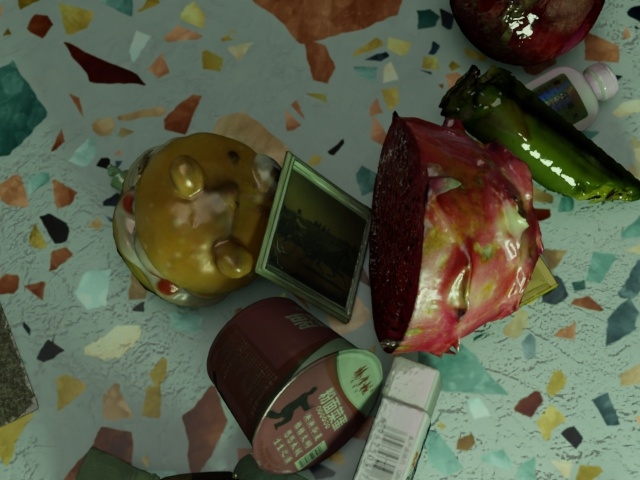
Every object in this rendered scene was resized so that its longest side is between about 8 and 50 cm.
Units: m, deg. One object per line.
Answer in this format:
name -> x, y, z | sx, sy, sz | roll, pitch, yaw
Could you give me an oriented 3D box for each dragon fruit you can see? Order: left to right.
dragon fruit -> 0.200, -0.006, 1.738 | 0.249, 0.386, 0.370 | 2, 73, -10

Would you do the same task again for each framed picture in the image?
framed picture -> 0.000, 0.000, 1.808 | 0.014, 0.252, 0.197 | 2, 70, 37

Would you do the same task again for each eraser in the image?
eraser -> 0.105, 0.325, 1.761 | 0.086, 0.130, 0.287 | 19, 77, 11

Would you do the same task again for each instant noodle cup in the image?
instant noodle cup -> -0.049, 0.205, 1.742 | 0.235, 0.235, 0.178 | -40, 53, -9

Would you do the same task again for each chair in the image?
chair -> -0.215, 0.419, 1.733 | 0.186, 0.319, 0.160 | 8, 90, -40

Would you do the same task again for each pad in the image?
pad -> -0.564, 0.198, 1.879 | 0.158, 0.003, 0.235 | -24, 75, -5

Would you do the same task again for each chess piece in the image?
chess piece -> -0.308, -0.073, 1.926 | 0.059, 0.059, 0.149 | -42, 72, -10

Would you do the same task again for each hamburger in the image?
hamburger -> -0.175, -0.042, 1.788 | 0.276, 0.237, 0.276 | 4, 80, -23

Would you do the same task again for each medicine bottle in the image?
medicine bottle -> 0.387, -0.220, 1.931 | 0.219, 0.078, 0.115 | -29, 86, -7

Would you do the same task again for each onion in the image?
onion -> 0.340, -0.423, 1.906 | 0.276, 0.276, 0.276 | 0, 74, 2

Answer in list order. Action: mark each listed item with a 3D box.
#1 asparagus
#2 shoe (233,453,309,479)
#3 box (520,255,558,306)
asparagus -> 0.361, -0.142, 1.836 | 0.382, 0.108, 0.128 | 35, 35, -15
shoe -> -0.047, 0.392, 1.772 | 0.195, 0.078, 0.079 | 26, 79, 34
box -> 0.309, 0.028, 1.894 | 0.087, 0.023, 0.155 | -27, 75, -9
